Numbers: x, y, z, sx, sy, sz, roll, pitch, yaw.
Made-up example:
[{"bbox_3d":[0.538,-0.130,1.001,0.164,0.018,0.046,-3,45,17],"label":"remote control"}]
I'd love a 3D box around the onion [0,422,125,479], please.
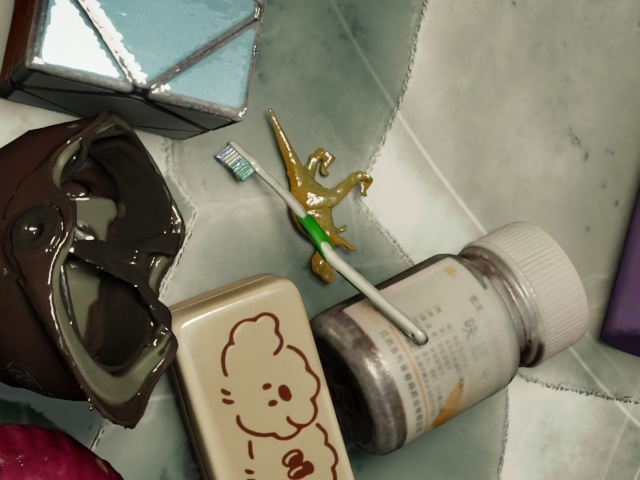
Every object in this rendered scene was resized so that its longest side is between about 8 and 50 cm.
[{"bbox_3d":[-0.262,0.295,1.088,0.230,0.272,0.256,-58,144,-18],"label":"onion"}]

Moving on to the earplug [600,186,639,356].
[{"bbox_3d":[0.475,-0.077,1.410,0.215,0.215,0.456,17,80,-21],"label":"earplug"}]

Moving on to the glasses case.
[{"bbox_3d":[-0.053,0.210,1.234,0.144,0.076,0.337,-21,102,-18],"label":"glasses case"}]

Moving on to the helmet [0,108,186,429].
[{"bbox_3d":[-0.245,0.028,1.085,0.225,0.177,0.305,67,24,-48],"label":"helmet"}]

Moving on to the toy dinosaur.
[{"bbox_3d":[-0.020,-0.045,1.289,0.162,0.039,0.126,32,79,-17],"label":"toy dinosaur"}]

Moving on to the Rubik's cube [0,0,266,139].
[{"bbox_3d":[-0.175,-0.220,1.137,0.205,0.207,0.205,12,84,-22],"label":"Rubik's cube"}]

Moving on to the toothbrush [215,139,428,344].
[{"bbox_3d":[0.001,-0.001,1.217,0.030,0.030,0.304,-40,68,-18],"label":"toothbrush"}]

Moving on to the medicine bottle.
[{"bbox_3d":[0.134,0.099,1.281,0.273,0.165,0.165,-25,99,-19],"label":"medicine bottle"}]
